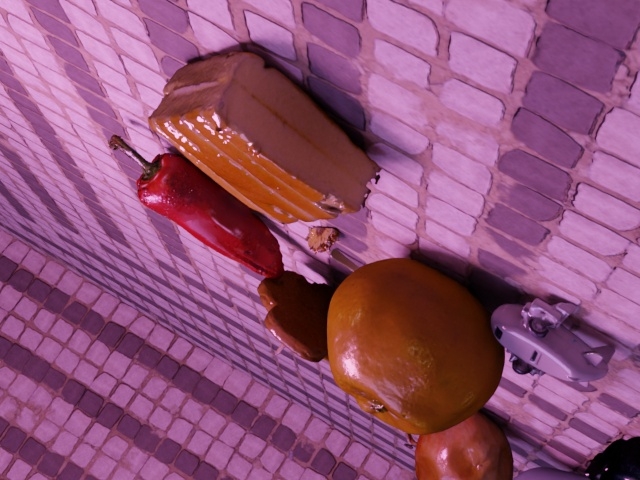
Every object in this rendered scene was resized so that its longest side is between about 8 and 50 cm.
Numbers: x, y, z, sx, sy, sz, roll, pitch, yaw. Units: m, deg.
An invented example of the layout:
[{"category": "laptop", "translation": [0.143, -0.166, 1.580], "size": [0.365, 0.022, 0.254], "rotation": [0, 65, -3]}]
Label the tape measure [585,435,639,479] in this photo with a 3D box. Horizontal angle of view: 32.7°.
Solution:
[{"category": "tape measure", "translation": [0.562, 0.417, 1.803], "size": [0.202, 0.135, 0.223], "rotation": [49, 158, -19]}]

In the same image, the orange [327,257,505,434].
[{"category": "orange", "translation": [0.136, 0.158, 1.617], "size": [0.279, 0.235, 0.279], "rotation": [32, 174, 4]}]

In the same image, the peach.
[{"category": "peach", "translation": [0.305, 0.448, 2.310], "size": [0.214, 0.214, 0.235], "rotation": [12, 118, 52]}]

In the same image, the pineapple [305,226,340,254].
[{"category": "pineapple", "translation": [0.000, 0.000, 1.766], "size": [0.019, 0.045, 0.083], "rotation": [27, 166, -32]}]

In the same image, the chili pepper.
[{"category": "chili pepper", "translation": [-0.205, -0.055, 1.883], "size": [0.388, 0.110, 0.110], "rotation": [38, 164, -24]}]

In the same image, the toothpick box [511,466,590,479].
[{"category": "toothpick box", "translation": [0.513, 0.576, 2.187], "size": [0.263, 0.263, 0.355], "rotation": [41, 157, -31]}]

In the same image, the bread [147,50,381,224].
[{"category": "bread", "translation": [-0.071, -0.121, 1.386], "size": [0.246, 0.111, 0.239], "rotation": [39, 165, -24]}]

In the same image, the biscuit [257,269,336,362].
[{"category": "biscuit", "translation": [-0.022, 0.138, 1.960], "size": [0.208, 0.041, 0.290], "rotation": [40, -160, 4]}]

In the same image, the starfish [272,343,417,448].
[{"category": "starfish", "translation": [0.093, 0.305, 2.367], "size": [0.398, 0.132, 0.383], "rotation": [30, 161, 24]}]

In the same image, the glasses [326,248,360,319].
[{"category": "glasses", "translation": [0.068, 0.123, 1.854], "size": [0.207, 0.102, 0.239], "rotation": [48, 174, -38]}]

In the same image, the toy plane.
[{"category": "toy plane", "translation": [0.317, 0.140, 1.504], "size": [0.174, 0.080, 0.174], "rotation": [26, 146, 19]}]
